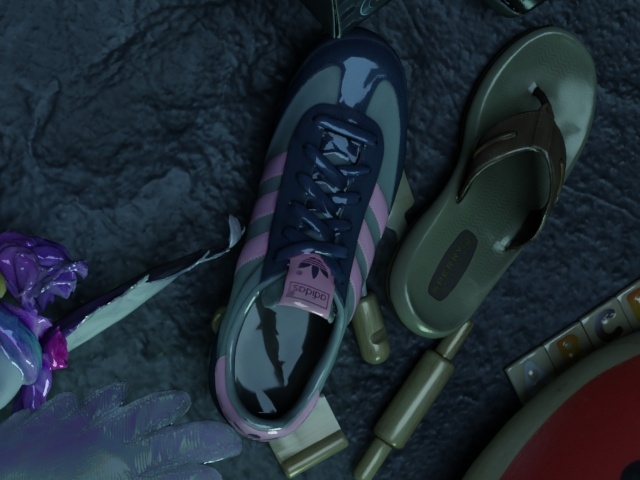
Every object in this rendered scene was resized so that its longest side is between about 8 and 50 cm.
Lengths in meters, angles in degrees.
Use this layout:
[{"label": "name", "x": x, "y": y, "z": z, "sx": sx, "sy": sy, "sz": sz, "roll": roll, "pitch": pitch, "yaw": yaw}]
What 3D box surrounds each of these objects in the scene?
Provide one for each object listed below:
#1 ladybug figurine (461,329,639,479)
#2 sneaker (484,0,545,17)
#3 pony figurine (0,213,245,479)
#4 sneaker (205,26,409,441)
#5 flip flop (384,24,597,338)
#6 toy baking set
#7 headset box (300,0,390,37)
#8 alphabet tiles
[{"label": "ladybug figurine", "x": 0.262, "y": 0.266, "z": 1.197, "sx": 0.305, "sy": 0.162, "sz": 0.449, "roll": 43, "pitch": 85, "yaw": -20}, {"label": "sneaker", "x": 0.122, "y": -0.239, "z": 1.110, "sx": 0.293, "sy": 0.102, "sz": 0.146, "roll": -14, "pitch": 103, "yaw": -16}, {"label": "pony figurine", "x": -0.242, "y": 0.091, "z": 0.985, "sx": 0.351, "sy": 0.303, "sz": 0.363, "roll": -33, "pitch": 114, "yaw": 23}, {"label": "sneaker", "x": 0.000, "y": 0.000, "z": 1.069, "sx": 0.112, "sy": 0.131, "sz": 0.319, "roll": 14, "pitch": 97, "yaw": -9}, {"label": "flip flop", "x": 0.147, "y": -0.045, "z": 1.154, "sx": 0.112, "sy": 0.080, "sz": 0.277, "roll": 37, "pitch": 77, "yaw": -19}, {"label": "toy baking set", "x": 0.027, "y": 0.071, "z": 1.167, "sx": 0.197, "sy": 0.030, "sz": 0.256, "roll": 40, "pitch": 85, "yaw": -19}, {"label": "headset box", "x": 0.030, "y": -0.311, "z": 0.970, "sx": 0.283, "sy": 0.131, "sz": 0.246, "roll": -37, "pitch": 71, "yaw": -10}, {"label": "alphabet tiles", "x": 0.300, "y": 0.130, "z": 1.277, "sx": 0.237, "sy": 0.009, "sz": 0.198, "roll": -32, "pitch": 107, "yaw": -10}]
